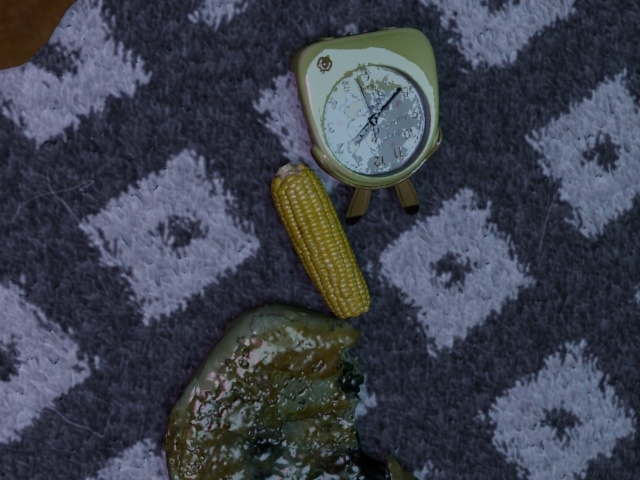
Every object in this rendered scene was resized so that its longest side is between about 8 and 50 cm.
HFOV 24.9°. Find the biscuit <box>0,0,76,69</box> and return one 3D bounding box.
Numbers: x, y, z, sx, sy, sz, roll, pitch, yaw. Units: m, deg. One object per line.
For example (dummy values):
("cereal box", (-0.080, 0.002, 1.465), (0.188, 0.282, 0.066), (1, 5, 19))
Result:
("biscuit", (-0.345, -0.368, 1.502), (0.365, 0.062, 0.385), (14, 112, -56))

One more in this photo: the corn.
("corn", (0.000, 0.000, 1.747), (0.067, 0.067, 0.206), (-29, 105, -10))

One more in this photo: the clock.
("clock", (0.060, -0.135, 1.747), (0.170, 0.069, 0.232), (-11, 100, -14))

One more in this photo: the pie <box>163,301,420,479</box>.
("pie", (-0.041, 0.261, 1.762), (0.296, 0.078, 0.371), (-23, 102, -10))
